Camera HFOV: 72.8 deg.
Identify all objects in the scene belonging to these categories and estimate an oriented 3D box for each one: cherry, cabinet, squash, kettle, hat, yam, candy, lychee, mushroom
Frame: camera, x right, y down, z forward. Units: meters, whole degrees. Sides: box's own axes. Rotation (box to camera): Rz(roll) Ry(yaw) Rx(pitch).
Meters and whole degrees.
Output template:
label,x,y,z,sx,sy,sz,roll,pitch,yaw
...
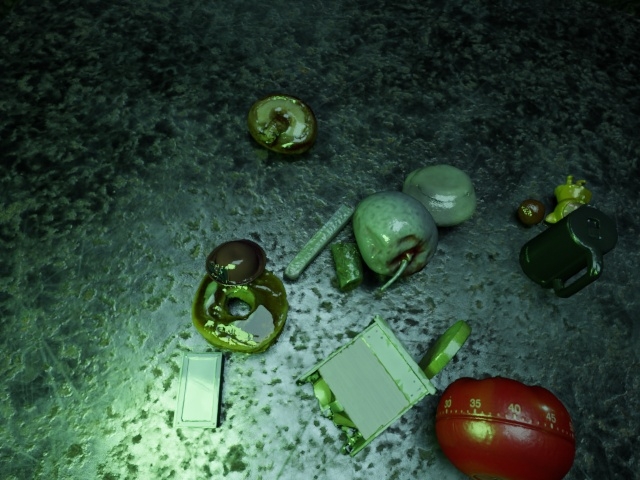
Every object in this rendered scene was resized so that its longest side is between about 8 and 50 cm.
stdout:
label,x,y,z,sx,sy,sz,roll,pitch,yaw
cherry,0.250,-0.032,1.544,0.291,0.326,0.335,-40,72,10
cabinet,0.130,0.460,1.367,0.318,0.227,0.290,-33,74,-16
squash,0.397,0.364,1.421,0.049,0.252,0.252,42,69,14
kettle,0.885,0.046,1.581,0.203,0.308,0.262,37,67,11
hat,-0.280,0.061,1.445,0.205,0.089,0.205,4,49,-5
yam,0.103,0.088,1.595,0.107,0.107,0.183,-6,69,-8
candy,0.460,-0.162,1.696,0.295,0.185,0.295,-2,56,3
lychee,0.862,-0.105,1.761,0.101,0.140,0.114,-27,26,15
mushroom,-0.155,-0.467,1.781,0.297,0.163,0.278,30,58,7

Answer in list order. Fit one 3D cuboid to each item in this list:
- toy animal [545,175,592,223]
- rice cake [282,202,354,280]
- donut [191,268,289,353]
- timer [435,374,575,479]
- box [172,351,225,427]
label,x,y,z,sx,sy,sz,roll,pitch,yaw
toy animal,1.026,-0.151,1.782,0.156,0.156,0.229,22,77,4
rice cake,0.000,0.001,1.637,0.064,0.070,0.399,39,69,7
donut,-0.271,0.235,1.469,0.330,0.160,0.330,3,54,-4
timer,0.533,0.563,1.277,0.378,0.378,0.279,16,60,1
box,-0.381,0.474,1.379,0.129,0.086,0.225,2,67,-5
